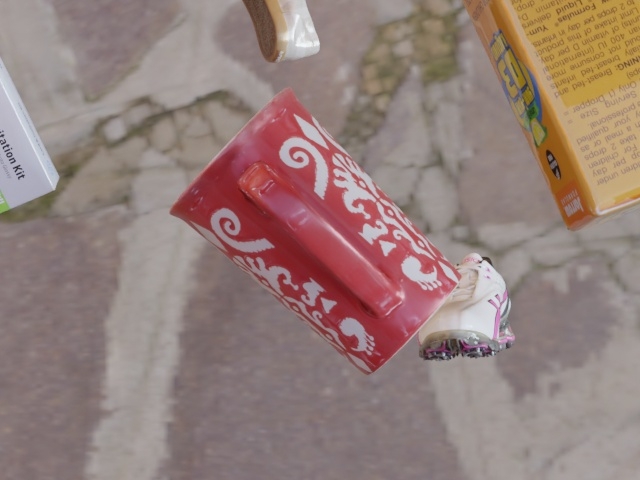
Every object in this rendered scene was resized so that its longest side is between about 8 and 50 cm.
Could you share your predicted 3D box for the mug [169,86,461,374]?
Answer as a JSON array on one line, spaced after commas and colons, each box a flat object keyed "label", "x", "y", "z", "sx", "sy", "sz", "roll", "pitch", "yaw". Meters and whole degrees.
[{"label": "mug", "x": -0.005, "y": 0.005, "z": 1.223, "sx": 0.169, "sy": 0.113, "sz": 0.150, "roll": 44, "pitch": 28, "yaw": -2}]

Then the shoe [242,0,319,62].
[{"label": "shoe", "x": -0.056, "y": -0.290, "z": 2.107, "sx": 0.058, "sy": 0.076, "sz": 0.219, "roll": -7, "pitch": 64, "yaw": -20}]

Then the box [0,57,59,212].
[{"label": "box", "x": -0.319, "y": -0.071, "z": 1.485, "sx": 0.186, "sy": 0.038, "sz": 0.145, "roll": -22, "pitch": 108, "yaw": 5}]

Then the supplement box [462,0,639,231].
[{"label": "supplement box", "x": 0.127, "y": -0.125, "z": 1.036, "sx": 0.080, "sy": 0.078, "sz": 0.233, "roll": -26, "pitch": 84, "yaw": -6}]

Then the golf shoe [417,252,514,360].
[{"label": "golf shoe", "x": 0.114, "y": 0.054, "z": 1.543, "sx": 0.067, "sy": 0.186, "sz": 0.086, "roll": -5, "pitch": 91, "yaw": 12}]
